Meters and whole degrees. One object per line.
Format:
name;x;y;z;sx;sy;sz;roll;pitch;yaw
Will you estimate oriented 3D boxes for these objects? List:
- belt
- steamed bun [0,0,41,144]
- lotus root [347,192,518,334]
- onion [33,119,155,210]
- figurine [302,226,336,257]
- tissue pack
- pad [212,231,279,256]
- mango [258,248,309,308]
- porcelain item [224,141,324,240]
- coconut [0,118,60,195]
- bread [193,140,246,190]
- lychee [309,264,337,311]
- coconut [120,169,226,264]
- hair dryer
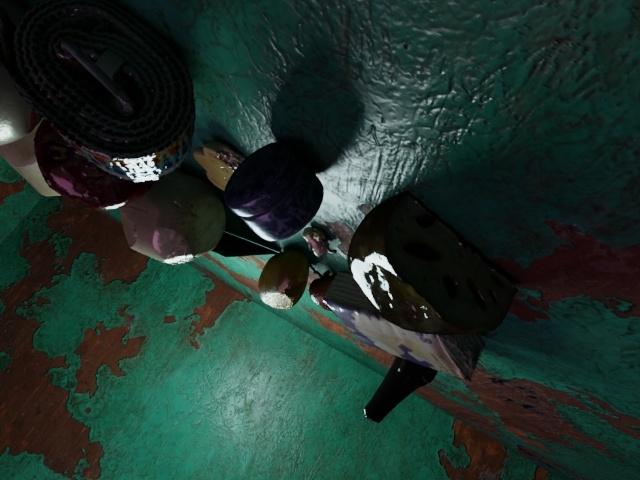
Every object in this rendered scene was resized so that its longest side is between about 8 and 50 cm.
belt;-0.323;-0.236;0.653;0.295;0.207;0.160;48;164;-4
steamed bun;-0.604;-0.309;0.815;0.177;0.282;0.283;14;174;-34
lotus root;0.148;0.067;0.786;0.267;0.149;0.260;39;160;-13
onion;-0.469;-0.191;0.931;0.190;0.246;0.246;20;160;50
figurine;0.000;0.000;1.012;0.051;0.047;0.083;-12;128;44
tissue pack;0.201;0.202;1.065;0.344;0.125;0.242;10;148;46
pad;-0.331;-0.006;1.363;0.368;0.007;0.248;18;-170;34
mango;-0.103;0.109;1.277;0.130;0.167;0.262;11;160;-18
porcelain item;-0.081;-0.085;0.739;0.147;0.147;0.114;11;153;47
coconut;-0.704;-0.248;1.172;0.239;0.239;0.244;22;155;26
bread;-0.166;-0.122;0.950;0.251;0.038;0.182;39;161;-23
lychee;0.011;0.137;1.248;0.140;0.101;0.114;50;142;-13
coconut;-0.397;-0.065;1.145;0.248;0.244;0.245;16;157;23
hair dryer;0.173;0.310;1.270;0.120;0.303;0.359;35;-173;-44
